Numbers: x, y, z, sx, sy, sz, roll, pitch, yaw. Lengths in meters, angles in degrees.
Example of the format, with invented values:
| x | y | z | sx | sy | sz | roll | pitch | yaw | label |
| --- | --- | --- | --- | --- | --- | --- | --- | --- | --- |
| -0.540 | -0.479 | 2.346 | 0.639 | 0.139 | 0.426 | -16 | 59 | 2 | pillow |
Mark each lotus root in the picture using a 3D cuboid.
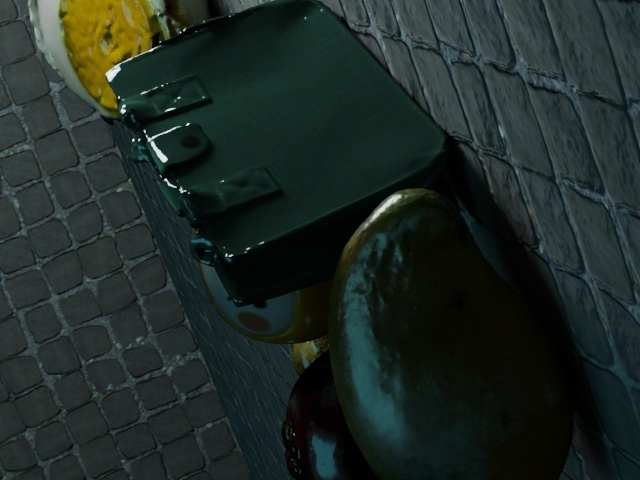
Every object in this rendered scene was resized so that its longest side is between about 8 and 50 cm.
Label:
| x | y | z | sx | sy | sz | roll | pitch | yaw | label |
| --- | --- | --- | --- | --- | --- | --- | --- | --- | --- |
| 0.024 | 0.143 | 2.198 | 0.190 | 0.108 | 0.094 | 73 | -148 | -75 | lotus root |

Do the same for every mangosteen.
| x | y | z | sx | sy | sz | roll | pitch | yaw | label |
| --- | --- | --- | --- | --- | --- | --- | --- | --- | --- |
| 0.061 | 0.195 | 1.840 | 0.210 | 0.210 | 0.210 | 61 | 168 | 23 | mangosteen |

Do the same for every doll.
| x | y | z | sx | sy | sz | roll | pitch | yaw | label |
| --- | --- | --- | --- | --- | --- | --- | --- | --- | --- |
| 0.000 | 0.000 | 1.831 | 0.236 | 0.213 | 0.213 | 6 | 130 | 28 | doll |

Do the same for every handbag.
| x | y | z | sx | sy | sz | roll | pitch | yaw | label |
| --- | --- | --- | --- | --- | --- | --- | --- | --- | --- |
| -0.039 | -0.090 | 1.623 | 0.326 | 0.238 | 0.089 | -126 | 21 | -46 | handbag |

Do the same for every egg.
| x | y | z | sx | sy | sz | roll | pitch | yaw | label |
| --- | --- | --- | --- | --- | --- | --- | --- | --- | --- |
| -0.220 | -0.293 | 2.263 | 0.286 | 0.174 | 0.264 | -12 | 104 | 54 | egg |

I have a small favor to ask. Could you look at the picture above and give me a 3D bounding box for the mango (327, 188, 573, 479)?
| x | y | z | sx | sy | sz | roll | pitch | yaw | label |
| --- | --- | --- | --- | --- | --- | --- | --- | --- | --- |
| 0.101 | 0.104 | 1.500 | 0.146 | 0.193 | 0.316 | -60 | -45 | -56 | mango |
